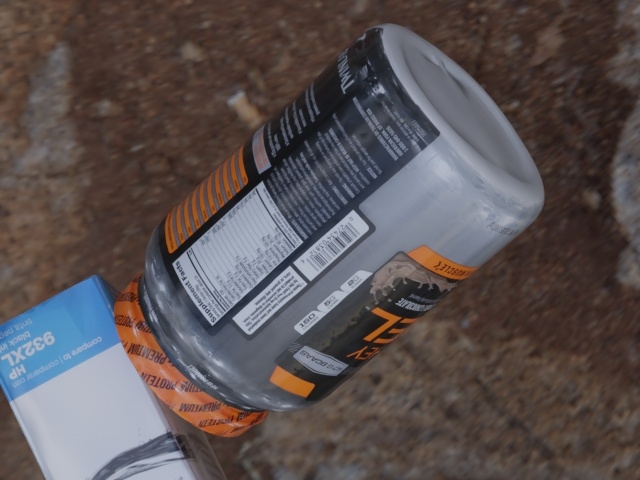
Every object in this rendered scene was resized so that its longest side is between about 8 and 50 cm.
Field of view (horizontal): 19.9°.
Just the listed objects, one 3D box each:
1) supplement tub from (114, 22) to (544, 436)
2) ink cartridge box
[{"bbox_3d":[0.000,0.000,1.506,0.338,0.207,0.207,-41,84,21],"label":"supplement tub"},{"bbox_3d":[-0.171,0.210,1.686,0.129,0.223,0.307,-28,76,-1],"label":"ink cartridge box"}]
